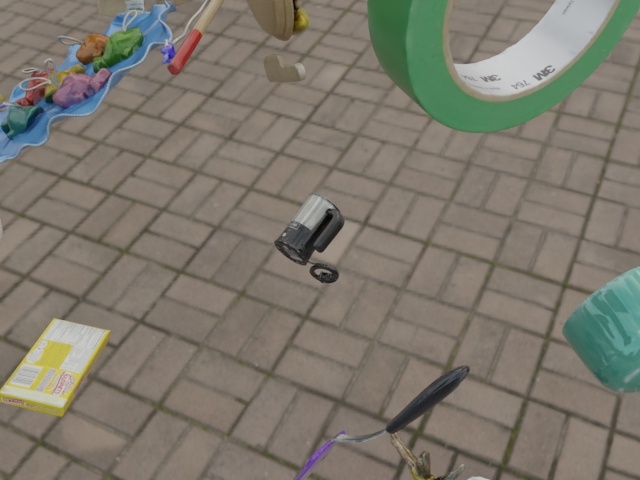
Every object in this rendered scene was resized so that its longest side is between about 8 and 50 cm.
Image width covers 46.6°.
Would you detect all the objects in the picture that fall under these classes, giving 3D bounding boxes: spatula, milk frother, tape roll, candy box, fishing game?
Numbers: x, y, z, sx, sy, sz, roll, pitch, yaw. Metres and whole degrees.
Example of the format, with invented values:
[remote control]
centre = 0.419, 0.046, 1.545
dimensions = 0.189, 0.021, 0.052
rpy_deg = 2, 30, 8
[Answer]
[spatula]
centre = 0.060, 0.218, 0.858
dimensions = 0.030, 0.296, 0.084
rpy_deg = 56, 31, 8
[milk frother]
centre = 0.000, 0.000, 1.574
dimensions = 0.129, 0.143, 0.135
rpy_deg = 23, 68, 35
[tape roll]
centre = 0.204, -0.266, 0.761
dimensions = 0.321, 0.321, 0.077
rpy_deg = -21, 48, -18
[candy box]
centre = -0.439, 0.207, 1.246
dimensions = 0.105, 0.027, 0.206
rpy_deg = 15, 29, 0
[fishing game]
centre = -0.183, -0.127, 0.543
dimensions = 0.264, 0.041, 0.189
rpy_deg = -15, 37, 29

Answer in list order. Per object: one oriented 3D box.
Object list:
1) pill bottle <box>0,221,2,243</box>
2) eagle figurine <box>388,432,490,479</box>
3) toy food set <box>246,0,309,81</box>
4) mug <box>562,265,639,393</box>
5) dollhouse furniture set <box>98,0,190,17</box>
[pill bottle]
centre = -0.689, 0.054, 1.129
dimensions = 0.224, 0.224, 0.392
rpy_deg = 13, 37, 14
[eagle figurine]
centre = 0.139, 0.489, 1.184
dimensions = 0.226, 0.225, 0.298
rpy_deg = 26, 33, 10
[toy food set]
centre = -0.041, -0.226, 0.603
dimensions = 0.038, 0.192, 0.132
rpy_deg = -22, 19, -12
[mug]
centre = 0.354, 0.097, 0.798
dimensions = 0.157, 0.129, 0.097
rpy_deg = -27, 58, -4
[dollhouse furniture set]
centre = -0.267, -0.383, 0.819
dimensions = 0.303, 0.174, 0.355
rpy_deg = 13, 27, 7
